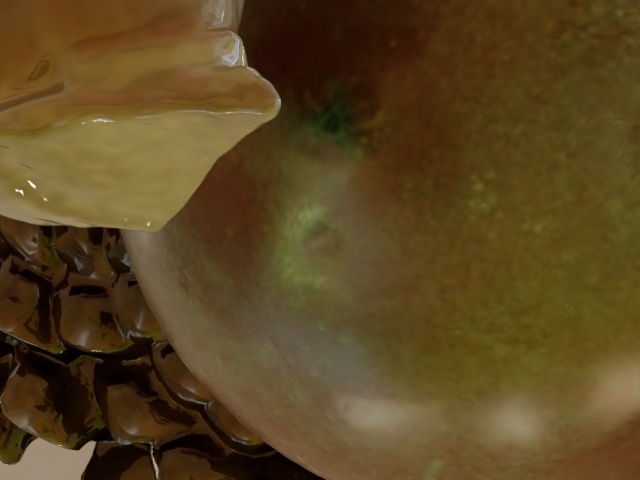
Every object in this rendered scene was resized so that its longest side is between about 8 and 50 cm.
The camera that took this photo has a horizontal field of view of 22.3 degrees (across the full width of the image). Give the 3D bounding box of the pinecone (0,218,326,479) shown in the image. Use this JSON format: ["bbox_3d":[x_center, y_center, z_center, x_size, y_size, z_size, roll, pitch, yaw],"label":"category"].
[{"bbox_3d":[0.000,0.000,0.864,0.384,0.384,0.385,-11,-122,18],"label":"pinecone"}]

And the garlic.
[{"bbox_3d":[-0.072,-0.122,0.412,0.148,0.128,0.267,-5,-106,10],"label":"garlic"}]

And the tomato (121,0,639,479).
[{"bbox_3d":[0.050,-0.039,0.549,0.270,0.222,0.270,4,-83,31],"label":"tomato"}]
